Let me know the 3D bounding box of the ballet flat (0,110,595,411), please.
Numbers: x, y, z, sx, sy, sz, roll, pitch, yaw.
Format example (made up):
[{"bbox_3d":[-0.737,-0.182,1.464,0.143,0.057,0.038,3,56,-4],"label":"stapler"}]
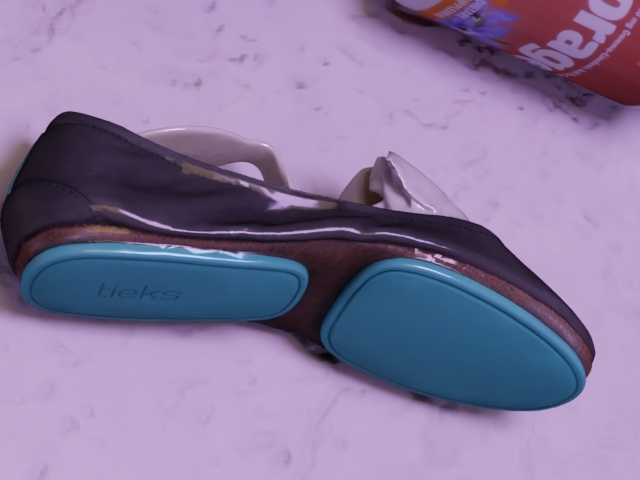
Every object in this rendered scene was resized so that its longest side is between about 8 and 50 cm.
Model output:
[{"bbox_3d":[0.000,0.000,0.738,0.280,0.095,0.096,15,52,-24],"label":"ballet flat"}]

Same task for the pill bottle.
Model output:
[{"bbox_3d":[0.149,-0.138,0.855,0.216,0.121,0.121,21,62,-22],"label":"pill bottle"}]
